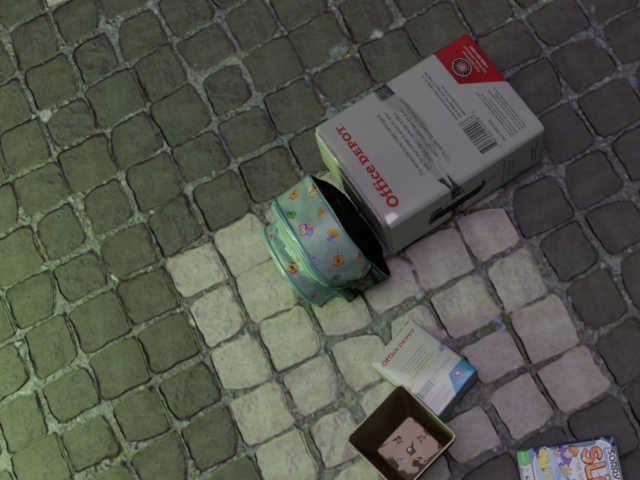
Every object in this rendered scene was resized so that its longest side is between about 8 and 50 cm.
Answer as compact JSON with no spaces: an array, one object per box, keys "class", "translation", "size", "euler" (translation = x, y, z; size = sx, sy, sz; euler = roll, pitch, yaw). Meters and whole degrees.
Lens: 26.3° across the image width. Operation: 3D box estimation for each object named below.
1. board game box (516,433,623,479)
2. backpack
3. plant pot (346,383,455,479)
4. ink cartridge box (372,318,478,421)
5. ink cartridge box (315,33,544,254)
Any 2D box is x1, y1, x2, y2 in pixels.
[{"class":"board game box","translation":[0.346,0.371,1.837],"size":[0.136,0.035,0.201],"euler":[-12,69,8]},{"class":"backpack","translation":[0.000,0.000,1.958],"size":[0.144,0.188,0.166],"euler":[-30,69,1]},{"class":"plant pot","translation":[0.117,0.280,1.886],"size":[0.109,0.096,0.109],"euler":[-45,68,-6]},{"class":"ink cartridge box","translation":[0.148,0.184,1.936],"size":[0.122,0.052,0.088],"euler":[38,82,20]},{"class":"ink cartridge box","translation":[0.157,-0.139,1.996],"size":[0.272,0.114,0.197],"euler":[-32,68,-8]}]
